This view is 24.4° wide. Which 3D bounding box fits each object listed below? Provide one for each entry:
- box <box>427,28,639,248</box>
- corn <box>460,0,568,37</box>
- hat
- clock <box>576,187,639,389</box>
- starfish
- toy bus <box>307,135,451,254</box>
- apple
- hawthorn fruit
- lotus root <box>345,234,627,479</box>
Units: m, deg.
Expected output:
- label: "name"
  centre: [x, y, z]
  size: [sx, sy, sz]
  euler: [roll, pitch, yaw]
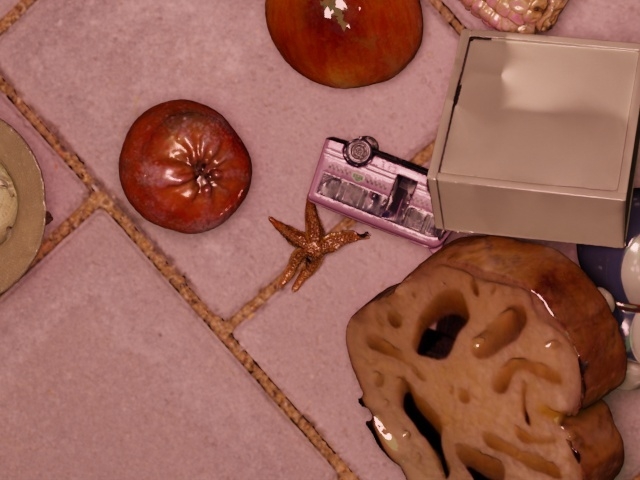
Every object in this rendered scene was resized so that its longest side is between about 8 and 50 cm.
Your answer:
- label: "box"
  centre: [0.261, -0.118, 1.748]
  size: [0.225, 0.117, 0.225]
  euler: [7, 59, 15]
- label: "corn"
  centre: [0.155, -0.368, 1.809]
  size: [0.335, 0.126, 0.126]
  euler: [35, 100, 6]
- label: "hat"
  centre: [-0.457, -0.052, 1.922]
  size: [0.257, 0.130, 0.257]
  euler: [1, 98, 8]
- label: "clock"
  centre: [0.381, 0.056, 1.806]
  size: [0.146, 0.200, 0.243]
  euler: [16, 104, 42]
- label: "starfish"
  centre: [-0.001, -0.001, 1.910]
  size: [0.130, 0.041, 0.133]
  euler: [-7, 96, 7]
- label: "toy bus"
  centre: [0.089, -0.061, 1.863]
  size: [0.199, 0.096, 0.108]
  euler: [22, 98, 5]
- label: "apple"
  centre: [0.027, -0.276, 1.829]
  size: [0.195, 0.160, 0.173]
  euler: [0, 118, 14]
- label: "hawthorn fruit"
  centre: [-0.176, -0.093, 1.867]
  size: [0.173, 0.173, 0.172]
  euler: [1, 97, 8]
- label: "lotus root"
  centre: [0.195, 0.173, 1.806]
  size: [0.375, 0.111, 0.390]
  euler: [24, 126, 27]
